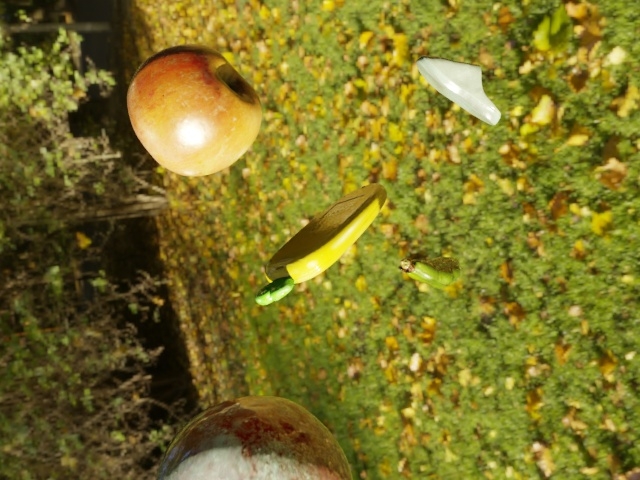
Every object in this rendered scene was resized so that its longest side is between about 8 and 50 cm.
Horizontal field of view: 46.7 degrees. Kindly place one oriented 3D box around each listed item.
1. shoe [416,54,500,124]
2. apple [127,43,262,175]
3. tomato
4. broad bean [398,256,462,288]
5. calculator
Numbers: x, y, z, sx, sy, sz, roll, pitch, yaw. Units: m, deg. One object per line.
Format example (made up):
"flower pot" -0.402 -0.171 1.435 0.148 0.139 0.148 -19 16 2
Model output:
"shoe" 0.275 -0.302 1.416 0.195 0.078 0.079 40 -177 -2
"apple" -0.237 -0.254 1.429 0.253 0.254 0.253 173 90 -71
"tomato" -0.106 0.402 1.162 0.282 0.317 0.316 38 -148 -61
"broad bean" 0.197 0.053 1.244 0.060 0.297 0.043 47 107 17
"calculator" 0.000 0.000 0.964 0.032 0.235 0.146 54 147 -14
